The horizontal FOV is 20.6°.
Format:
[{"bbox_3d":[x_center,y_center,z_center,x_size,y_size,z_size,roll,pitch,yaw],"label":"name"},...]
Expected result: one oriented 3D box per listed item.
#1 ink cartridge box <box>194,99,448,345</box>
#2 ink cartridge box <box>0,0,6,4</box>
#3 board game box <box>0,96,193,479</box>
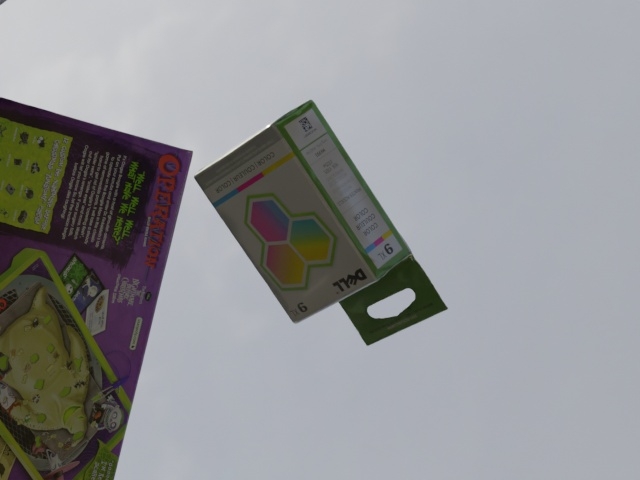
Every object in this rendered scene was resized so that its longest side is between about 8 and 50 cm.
[{"bbox_3d":[0.000,0.000,1.460,0.109,0.062,0.209,-29,-84,43],"label":"ink cartridge box"},{"bbox_3d":[-0.222,-0.205,1.216,0.224,0.181,0.056,-9,-98,-3],"label":"ink cartridge box"},{"bbox_3d":[-0.253,0.060,1.582,0.056,0.208,0.347,173,-68,-72],"label":"board game box"}]
